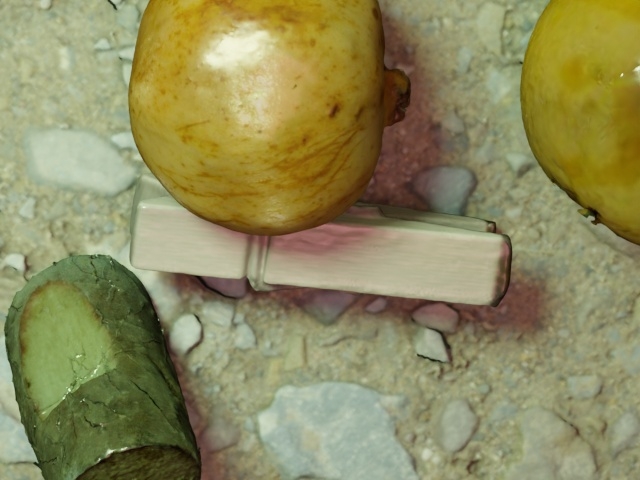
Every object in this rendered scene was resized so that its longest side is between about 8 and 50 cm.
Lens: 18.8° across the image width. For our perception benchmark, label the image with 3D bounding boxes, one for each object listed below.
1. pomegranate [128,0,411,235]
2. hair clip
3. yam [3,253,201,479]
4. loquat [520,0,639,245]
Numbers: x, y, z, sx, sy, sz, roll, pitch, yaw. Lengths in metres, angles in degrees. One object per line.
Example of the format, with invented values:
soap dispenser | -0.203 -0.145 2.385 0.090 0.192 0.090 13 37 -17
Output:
pomegranate | -0.040 -0.127 1.582 0.248 0.248 0.248 -2 108 -8
hair clip | -0.001 0.004 1.694 0.331 0.101 0.085 5 112 -8
yam | -0.185 0.141 1.653 0.154 0.254 0.154 -12 130 -15
loquat | 0.296 -0.120 1.620 0.263 0.263 0.263 -2 108 -8
